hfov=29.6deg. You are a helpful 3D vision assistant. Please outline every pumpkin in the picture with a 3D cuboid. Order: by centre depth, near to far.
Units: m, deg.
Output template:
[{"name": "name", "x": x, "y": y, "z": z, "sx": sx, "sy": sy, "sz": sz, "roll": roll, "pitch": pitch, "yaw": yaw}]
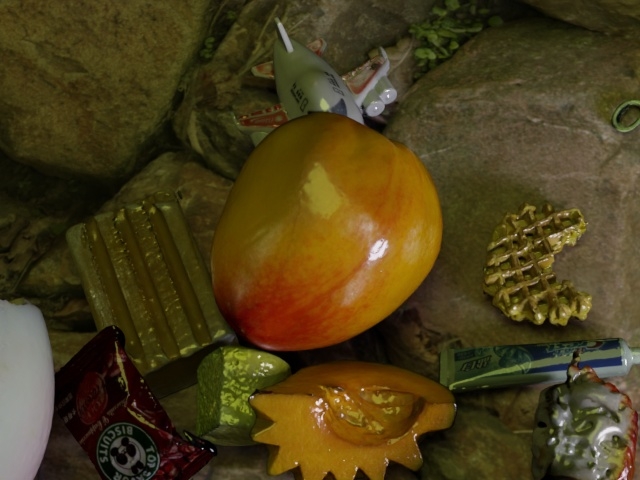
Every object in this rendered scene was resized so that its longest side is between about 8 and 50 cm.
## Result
[{"name": "pumpkin", "x": 0.028, "y": 0.229, "z": 1.500, "sx": 0.253, "sy": 0.131, "sz": 0.149, "roll": 2, "pitch": 13, "yaw": -9}]

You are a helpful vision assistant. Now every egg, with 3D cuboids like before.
[{"name": "egg", "x": -0.495, "y": 0.249, "z": 1.440, "sx": 0.354, "sy": 0.354, "sz": 0.340, "roll": -6, "pitch": 78, "yaw": 6}]

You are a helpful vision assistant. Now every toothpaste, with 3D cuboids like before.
[{"name": "toothpaste", "x": 0.282, "y": 0.155, "z": 1.527, "sx": 0.268, "sy": 0.047, "sz": 0.069, "roll": -6, "pitch": 67, "yaw": 10}]

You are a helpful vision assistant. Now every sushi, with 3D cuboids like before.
[{"name": "sushi", "x": 0.285, "y": 0.296, "z": 1.373, "sx": 0.129, "sy": 0.124, "sz": 0.332, "roll": 15, "pitch": 61, "yaw": 11}]

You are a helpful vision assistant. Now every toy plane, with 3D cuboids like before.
[{"name": "toy plane", "x": -0.012, "y": -0.218, "z": 1.803, "sx": 0.252, "sy": 0.118, "sz": 0.252, "roll": -5, "pitch": 57, "yaw": 8}]

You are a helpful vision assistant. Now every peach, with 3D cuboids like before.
[{"name": "peach", "x": 0.002, "y": 0.002, "z": 1.552, "sx": 0.288, "sy": 0.289, "sz": 0.308, "roll": 14, "pitch": 81, "yaw": 19}]

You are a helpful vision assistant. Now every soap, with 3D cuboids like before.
[{"name": "soap", "x": -0.228, "y": 0.072, "z": 1.651, "sx": 0.173, "sy": 0.089, "sz": 0.274, "roll": -23, "pitch": 54, "yaw": -5}]

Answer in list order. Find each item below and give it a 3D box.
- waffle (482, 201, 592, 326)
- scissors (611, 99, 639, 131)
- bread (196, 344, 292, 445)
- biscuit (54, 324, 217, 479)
[{"name": "waffle", "x": 0.294, "y": 0.032, "z": 1.607, "sx": 0.149, "sy": 0.051, "sz": 0.194, "roll": 9, "pitch": 52, "yaw": 16}, {"name": "scissors", "x": 0.511, "y": -0.215, "z": 1.761, "sx": 0.133, "sy": 0.020, "sz": 0.187, "roll": 19, "pitch": 62, "yaw": 18}, {"name": "bread", "x": -0.097, "y": 0.197, "z": 1.522, "sx": 0.111, "sy": 0.129, "sz": 0.114, "roll": 15, "pitch": 64, "yaw": -16}, {"name": "biscuit", "x": -0.243, "y": 0.229, "z": 1.506, "sx": 0.151, "sy": 0.063, "sz": 0.235, "roll": -45, "pitch": 76, "yaw": 22}]
